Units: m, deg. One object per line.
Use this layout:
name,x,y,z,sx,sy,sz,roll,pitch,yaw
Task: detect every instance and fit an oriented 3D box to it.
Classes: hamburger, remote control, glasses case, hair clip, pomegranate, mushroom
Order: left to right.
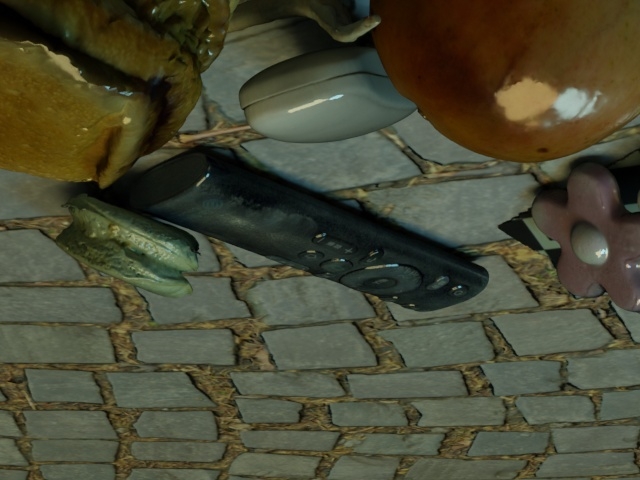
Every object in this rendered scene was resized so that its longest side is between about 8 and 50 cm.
hamburger,-0.176,-0.140,0.990,0.244,0.163,0.244,13,160,5
hamburger,-0.168,0.004,1.409,0.133,0.062,0.140,24,-178,13
mushroom,-0.040,-0.142,1.067,0.043,0.068,0.306,25,162,-33
remote control,0.000,0.000,1.479,0.107,0.044,0.377,-15,154,42
glasses case,0.012,-0.103,1.131,0.092,0.059,0.233,-17,178,18
pomegranate,0.127,-0.142,0.976,0.191,0.191,0.191,-1,157,0
hair clip,0.288,-0.005,1.352,0.257,0.146,0.075,-4,-156,44

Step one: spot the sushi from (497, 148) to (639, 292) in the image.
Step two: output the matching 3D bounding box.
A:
sushi,0.342,0.020,1.425,0.264,0.050,0.290,31,146,-18
